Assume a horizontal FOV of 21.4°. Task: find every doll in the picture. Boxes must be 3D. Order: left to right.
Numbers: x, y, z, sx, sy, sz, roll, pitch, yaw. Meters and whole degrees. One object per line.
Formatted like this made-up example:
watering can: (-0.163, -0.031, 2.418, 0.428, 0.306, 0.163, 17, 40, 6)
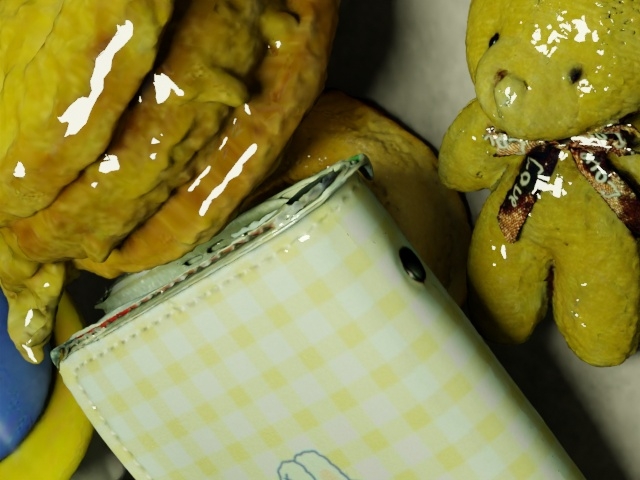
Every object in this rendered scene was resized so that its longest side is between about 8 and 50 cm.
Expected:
doll: (-0.175, 0.123, 0.904, 0.311, 0.159, 0.242, 41, 151, 15)
doll: (0.105, -0.037, 0.741, 0.137, 0.097, 0.209, 14, 116, 33)

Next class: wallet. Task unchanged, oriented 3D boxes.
wallet: (0.028, 0.127, 0.815, 0.223, 0.077, 0.309, -29, 102, 37)

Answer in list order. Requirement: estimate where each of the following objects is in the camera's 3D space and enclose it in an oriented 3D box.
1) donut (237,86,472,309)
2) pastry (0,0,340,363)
donut: (0.000, 0.000, 0.849, 0.152, 0.058, 0.152, 11, 110, 31)
pastry: (-0.112, -0.102, 0.801, 0.235, 0.132, 0.240, -36, 43, 27)
